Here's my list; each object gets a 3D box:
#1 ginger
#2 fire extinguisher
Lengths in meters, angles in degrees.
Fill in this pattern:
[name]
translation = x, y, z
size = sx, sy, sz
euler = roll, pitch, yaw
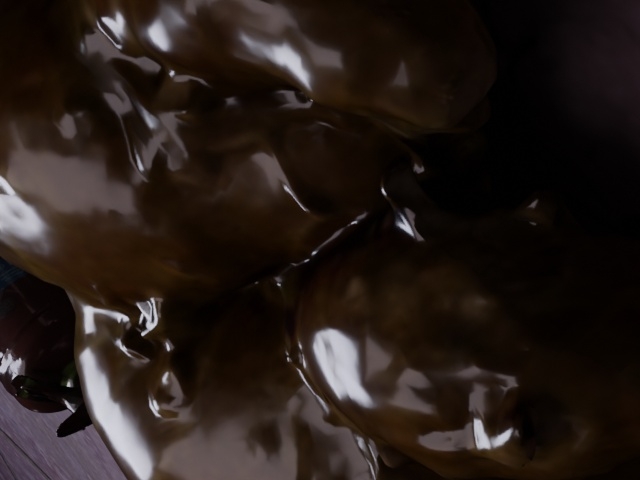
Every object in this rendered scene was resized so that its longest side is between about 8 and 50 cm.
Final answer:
[ginger]
translation = 0.005, 0.009, 0.517
size = 0.274, 0.152, 0.357
euler = -22, 106, 47
[fire extinguisher]
translation = -0.253, 0.029, 1.071
size = 0.341, 0.141, 0.105
euler = 42, 119, 31
